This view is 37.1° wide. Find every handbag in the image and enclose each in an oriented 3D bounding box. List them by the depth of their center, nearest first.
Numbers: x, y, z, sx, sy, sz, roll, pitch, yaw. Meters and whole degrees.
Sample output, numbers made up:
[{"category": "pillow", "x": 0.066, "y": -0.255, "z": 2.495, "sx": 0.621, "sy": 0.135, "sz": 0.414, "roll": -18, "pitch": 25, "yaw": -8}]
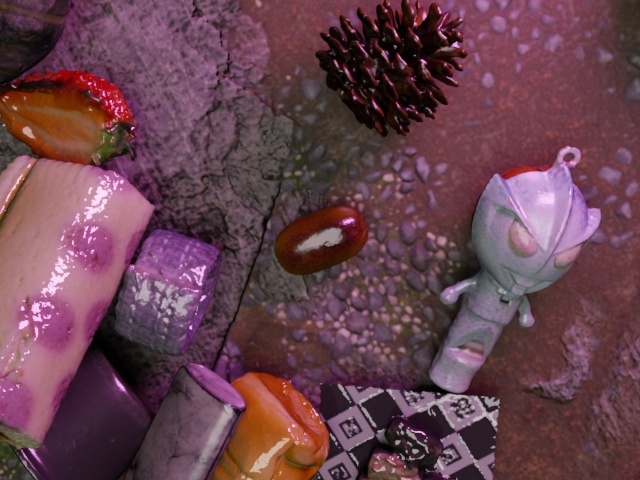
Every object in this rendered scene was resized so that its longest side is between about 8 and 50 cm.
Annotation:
[{"category": "handbag", "x": 0.050, "y": 0.341, "z": 1.294, "sx": 0.229, "sy": 0.062, "sz": 0.179, "roll": -38, "pitch": 94, "yaw": 13}]

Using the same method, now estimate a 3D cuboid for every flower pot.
[{"category": "flower pot", "x": -0.306, "y": 0.227, "z": 1.241, "sx": 0.148, "sy": 0.235, "sz": 0.235, "roll": -37, "pitch": 98, "yaw": -8}]

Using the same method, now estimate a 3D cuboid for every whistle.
[{"category": "whistle", "x": 0.229, "y": 0.036, "z": 1.174, "sx": 0.142, "sy": 0.134, "sz": 0.346, "roll": 5, "pitch": 121, "yaw": -37}]

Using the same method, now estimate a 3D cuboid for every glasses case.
[{"category": "glasses case", "x": -0.192, "y": 0.307, "z": 1.184, "sx": 0.114, "sy": 0.060, "sz": 0.299, "roll": 33, "pitch": 101, "yaw": 39}]

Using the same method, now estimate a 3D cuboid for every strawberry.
[{"category": "strawberry", "x": -0.309, "y": -0.156, "z": 1.196, "sx": 0.192, "sy": 0.085, "sz": 0.140, "roll": -8, "pitch": 119, "yaw": 29}]

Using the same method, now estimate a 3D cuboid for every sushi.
[{"category": "sushi", "x": 0.106, "y": 0.303, "z": 1.221, "sx": 0.231, "sy": 0.047, "sz": 0.220, "roll": 4, "pitch": 102, "yaw": 8}]

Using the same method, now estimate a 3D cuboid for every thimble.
[{"category": "thimble", "x": -0.193, "y": 0.067, "z": 1.207, "sx": 0.097, "sy": 0.150, "sz": 0.150, "roll": 20, "pitch": 105, "yaw": 2}]

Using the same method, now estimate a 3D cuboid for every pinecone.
[{"category": "pinecone", "x": 0.093, "y": -0.210, "z": 1.108, "sx": 0.165, "sy": 0.163, "sz": 0.163, "roll": -34, "pitch": 98, "yaw": 0}]

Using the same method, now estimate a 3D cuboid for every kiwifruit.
[{"category": "kiwifruit", "x": 0.000, "y": 0.000, "z": 1.209, "sx": 0.124, "sy": 0.075, "sz": 0.075, "roll": -26, "pitch": 100, "yaw": 8}]

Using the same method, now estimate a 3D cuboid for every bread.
[{"category": "bread", "x": -0.347, "y": 0.066, "z": 1.132, "sx": 0.187, "sy": 0.155, "sz": 0.338, "roll": 9, "pitch": 63, "yaw": 23}, {"category": "bread", "x": -0.113, "y": 0.321, "z": 1.241, "sx": 0.132, "sy": 0.167, "sz": 0.294, "roll": 17, "pitch": 112, "yaw": -41}]

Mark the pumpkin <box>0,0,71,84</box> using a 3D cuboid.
[{"category": "pumpkin", "x": -0.438, "y": -0.322, "z": 1.106, "sx": 0.300, "sy": 0.207, "sz": 0.300, "roll": 2, "pitch": 100, "yaw": 14}]

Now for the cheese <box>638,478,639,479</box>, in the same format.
[{"category": "cheese", "x": 0.466, "y": 0.475, "z": 1.258, "sx": 0.383, "sy": 0.104, "sz": 0.384, "roll": 1, "pitch": 103, "yaw": 5}]
